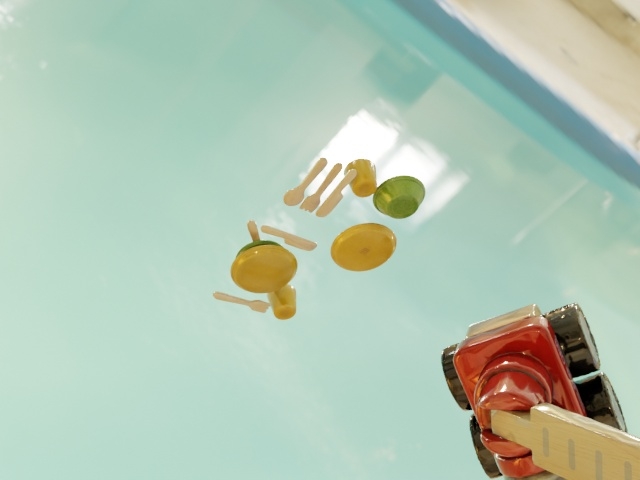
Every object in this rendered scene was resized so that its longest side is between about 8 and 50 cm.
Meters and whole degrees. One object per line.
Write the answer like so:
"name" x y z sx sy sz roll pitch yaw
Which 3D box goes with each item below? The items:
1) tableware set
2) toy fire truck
"tableware set" 0.000 0.000 0.754 0.104 0.154 0.024 19 37 -29
"toy fire truck" 0.181 0.172 0.769 0.217 0.159 0.246 68 19 -6
